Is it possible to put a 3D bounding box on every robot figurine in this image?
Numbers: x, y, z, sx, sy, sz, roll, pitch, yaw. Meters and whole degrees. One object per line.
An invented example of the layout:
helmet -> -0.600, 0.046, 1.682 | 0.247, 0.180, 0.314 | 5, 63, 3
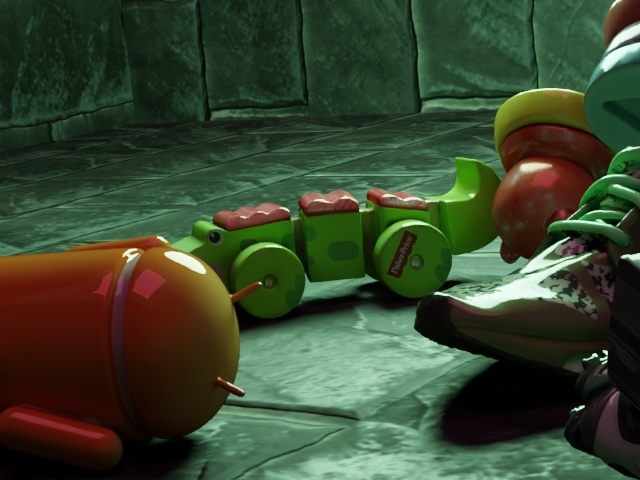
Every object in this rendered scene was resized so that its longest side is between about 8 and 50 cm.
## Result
robot figurine -> -0.147, 0.070, 1.062 | 0.219, 0.128, 0.158 | -4, 7, 14

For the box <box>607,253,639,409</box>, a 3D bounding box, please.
box -> 0.328, 0.062, 0.772 | 0.307, 0.076, 0.242 | -10, 26, -20

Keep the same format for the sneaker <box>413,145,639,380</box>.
sneaker -> 0.231, -0.016, 1.160 | 0.410, 0.182, 0.158 | -12, 12, -32

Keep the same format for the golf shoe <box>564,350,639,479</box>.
golf shoe -> 0.232, 0.096, 0.880 | 0.198, 0.077, 0.094 | -11, 28, -20

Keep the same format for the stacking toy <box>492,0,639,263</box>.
stacking toy -> 0.300, -0.053, 1.352 | 0.279, 0.130, 0.309 | 23, -31, -10

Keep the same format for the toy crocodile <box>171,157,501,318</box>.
toy crocodile -> 0.000, 0.000, 1.441 | 0.340, 0.105, 0.115 | -8, 10, -11
